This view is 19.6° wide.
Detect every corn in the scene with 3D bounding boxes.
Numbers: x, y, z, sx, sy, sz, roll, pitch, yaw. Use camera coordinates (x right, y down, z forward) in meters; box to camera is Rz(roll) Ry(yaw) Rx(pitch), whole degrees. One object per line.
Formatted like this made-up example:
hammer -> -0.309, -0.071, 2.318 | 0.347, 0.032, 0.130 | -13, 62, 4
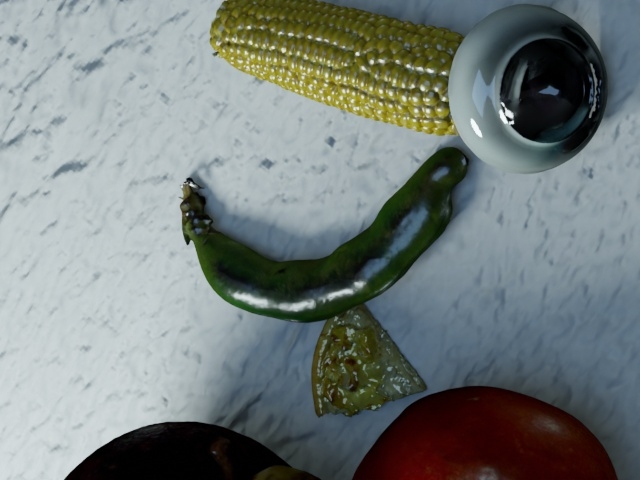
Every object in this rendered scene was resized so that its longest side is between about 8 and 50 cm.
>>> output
corn -> 0.027, -0.155, 1.588 | 0.260, 0.091, 0.091 | 16, 126, 23

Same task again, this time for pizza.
pizza -> 0.044, 0.112, 1.661 | 0.109, 0.026, 0.123 | 16, 104, 18

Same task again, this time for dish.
dish -> 0.182, -0.121, 1.493 | 0.141, 0.078, 0.141 | -2, 97, -20

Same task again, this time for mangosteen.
mangosteen -> -0.102, 0.308, 1.589 | 0.347, 0.307, 0.307 | -11, 95, 57

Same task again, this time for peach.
peach -> 0.138, 0.239, 1.537 | 0.243, 0.199, 0.243 | 11, 105, 45

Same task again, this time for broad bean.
broad bean -> 0.000, 0.000, 1.646 | 0.292, 0.049, 0.144 | -7, 86, 26
